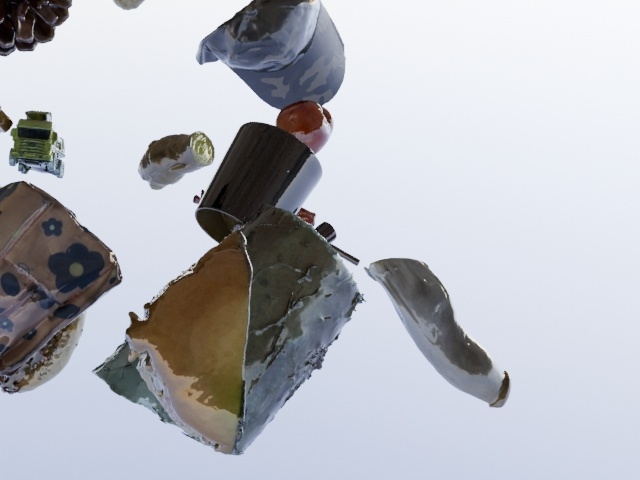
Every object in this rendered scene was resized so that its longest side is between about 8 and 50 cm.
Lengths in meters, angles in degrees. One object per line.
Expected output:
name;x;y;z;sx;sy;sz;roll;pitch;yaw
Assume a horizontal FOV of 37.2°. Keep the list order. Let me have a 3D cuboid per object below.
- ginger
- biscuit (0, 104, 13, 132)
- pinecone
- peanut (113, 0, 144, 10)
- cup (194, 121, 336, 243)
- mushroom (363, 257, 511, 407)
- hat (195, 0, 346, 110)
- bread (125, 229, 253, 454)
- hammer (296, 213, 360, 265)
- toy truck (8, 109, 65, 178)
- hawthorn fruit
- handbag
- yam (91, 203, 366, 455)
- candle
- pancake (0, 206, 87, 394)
ginger;-0.374;-0.208;2.413;0.109;0.116;0.263;16;158;-40
biscuit;-0.647;-0.258;1.754;0.035;0.184;0.249;-57;-171;-16
pinecone;-0.477;-0.383;1.381;0.292;0.246;0.246;24;-140;39
peanut;-0.366;-0.542;1.885;0.083;0.093;0.194;11;-114;2
cup;-0.076;-0.062;1.601;0.239;0.166;0.177;29;-115;0
mushroom;0.215;0.163;1.706;0.109;0.351;0.097;-42;-173;-34
hat;-0.080;-0.453;2.345;0.366;0.381;0.257;-36;-153;11
bread;-0.158;0.111;1.093;0.133;0.251;0.174;6;174;-15
hammer;0.000;0.000;1.920;0.182;0.062;0.017;29;-133;11
toy truck;-0.531;-0.185;1.805;0.085;0.116;0.191;5;176;-8
hawthorn fruit;-0.031;-0.236;1.989;0.128;0.128;0.128;-8;-154;4
handbag;-0.390;0.051;1.166;0.251;0.190;0.193;-4;-136;56
yam;-0.118;0.132;1.349;0.348;0.241;0.241;-48;-144;-9
candle;-0.161;-0.084;2.355;0.329;0.051;0.048;12;-173;21
pancake;-0.546;0.109;1.817;0.071;0.382;0.382;21;180;-43
